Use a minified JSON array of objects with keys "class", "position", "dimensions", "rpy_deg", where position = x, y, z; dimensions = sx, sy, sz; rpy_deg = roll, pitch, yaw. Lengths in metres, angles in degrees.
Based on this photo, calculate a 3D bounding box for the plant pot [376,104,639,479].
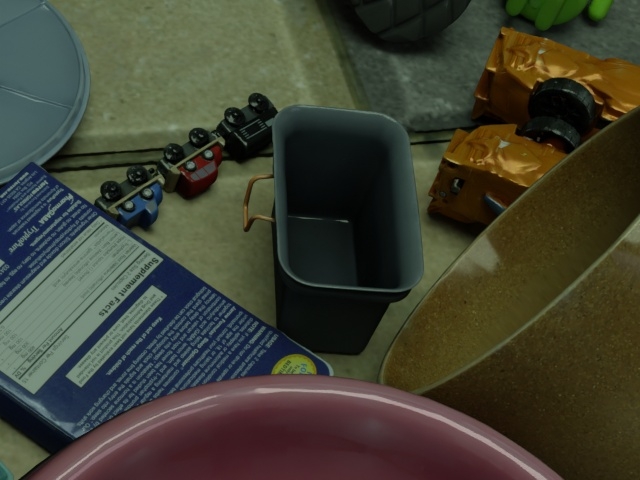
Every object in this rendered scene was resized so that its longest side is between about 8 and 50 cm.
[{"class":"plant pot","position":[0.200,0.088,0.828],"dimensions":[0.254,0.237,0.237],"rpy_deg":[47,52,-8]}]

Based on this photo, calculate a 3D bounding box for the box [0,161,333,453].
[{"class":"box","position":[-0.119,0.062,0.870],"dimensions":[0.225,0.036,0.136],"rpy_deg":[33,52,11]}]

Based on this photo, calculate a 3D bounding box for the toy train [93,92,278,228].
[{"class":"toy train","position":[-0.083,-0.047,0.973],"dimensions":[0.158,0.027,0.036],"rpy_deg":[-35,79,-34]}]

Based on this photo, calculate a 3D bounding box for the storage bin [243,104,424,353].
[{"class":"storage bin","position":[0.000,0.000,0.916],"dimensions":[0.098,0.091,0.135],"rpy_deg":[5,51,-11]}]

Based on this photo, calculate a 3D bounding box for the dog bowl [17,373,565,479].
[{"class":"dog bowl","position":[-0.008,0.238,0.668],"dimensions":[0.408,0.150,0.408],"rpy_deg":[7,57,-11]}]

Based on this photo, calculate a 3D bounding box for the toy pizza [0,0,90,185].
[{"class":"toy pizza","position":[-0.247,-0.102,0.968],"dimensions":[0.201,0.032,0.201],"rpy_deg":[7,52,-9]}]

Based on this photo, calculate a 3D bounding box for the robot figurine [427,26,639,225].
[{"class":"robot figurine","position":[0.228,-0.029,1.003],"dimensions":[0.291,0.085,0.211],"rpy_deg":[24,51,5]}]

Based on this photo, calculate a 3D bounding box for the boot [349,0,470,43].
[{"class":"boot","position":[0.054,-0.319,1.142],"dimensions":[0.118,0.338,0.223],"rpy_deg":[-8,8,7]}]

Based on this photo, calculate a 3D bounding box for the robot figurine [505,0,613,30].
[{"class":"robot figurine","position":[0.176,-0.207,1.139],"dimensions":[0.101,0.067,0.115],"rpy_deg":[26,51,5]}]

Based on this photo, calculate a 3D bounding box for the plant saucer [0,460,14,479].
[{"class":"plant saucer","position":[-0.237,0.140,0.702],"dimensions":[0.192,0.018,0.067],"rpy_deg":[-32,67,-34]}]
